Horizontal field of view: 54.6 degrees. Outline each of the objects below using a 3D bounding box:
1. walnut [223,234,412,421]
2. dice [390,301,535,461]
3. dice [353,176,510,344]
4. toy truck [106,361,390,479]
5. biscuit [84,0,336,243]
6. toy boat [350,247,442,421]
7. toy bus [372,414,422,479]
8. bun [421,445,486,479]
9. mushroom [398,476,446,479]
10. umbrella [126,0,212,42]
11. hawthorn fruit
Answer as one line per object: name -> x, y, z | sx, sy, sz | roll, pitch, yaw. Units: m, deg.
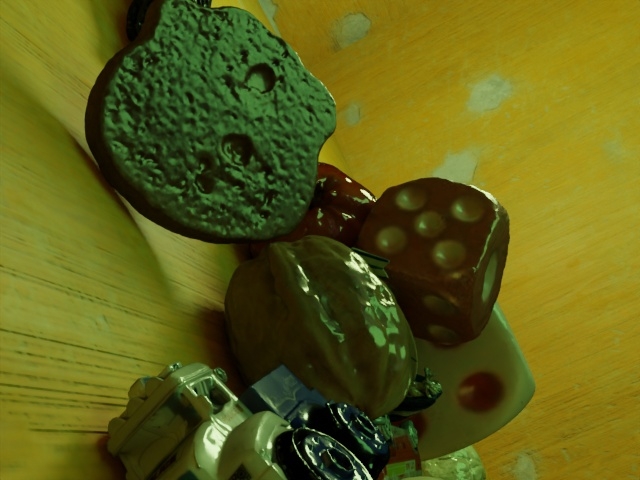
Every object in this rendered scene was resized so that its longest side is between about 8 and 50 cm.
walnut -> -0.007, 0.100, 0.700 | 0.245, 0.198, 0.198 | 60, 7, 30
dice -> 0.183, 0.197, 1.098 | 0.277, 0.304, 0.304 | 64, 10, -4
dice -> 0.155, 0.031, 0.868 | 0.175, 0.179, 0.174 | -63, 151, -28
toy truck -> -0.063, 0.162, 0.456 | 0.177, 0.161, 0.213 | 45, 8, 10
biscuit -> -0.110, -0.125, 0.685 | 0.273, 0.049, 0.257 | 29, 74, -36
toy boat -> 0.064, 0.125, 0.849 | 0.067, 0.220, 0.291 | -47, 142, -48
toy bus -> 0.062, 0.295, 0.806 | 0.265, 0.121, 0.120 | 46, 28, -62
bun -> 0.284, 0.505, 1.319 | 0.220, 0.134, 0.220 | 63, 6, -12
mushroom -> 0.053, 0.317, 0.492 | 0.254, 0.234, 0.260 | 37, 69, -36
umbrella -> -0.236, -0.347, 0.941 | 0.128, 0.154, 0.337 | 19, 49, -17
hawthorn fruit -> 0.000, 0.000, 0.995 | 0.299, 0.211, 0.211 | 67, 0, -72
